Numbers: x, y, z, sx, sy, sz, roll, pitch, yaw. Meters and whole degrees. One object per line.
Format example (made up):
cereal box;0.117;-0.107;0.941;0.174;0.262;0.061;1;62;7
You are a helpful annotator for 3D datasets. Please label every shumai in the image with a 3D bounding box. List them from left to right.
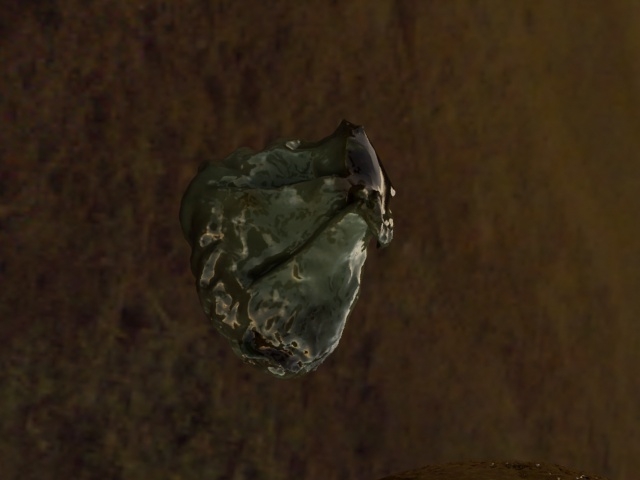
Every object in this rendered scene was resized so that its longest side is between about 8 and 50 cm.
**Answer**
shumai;0.001;0.006;1.032;0.184;0.142;0.184;32;50;-50

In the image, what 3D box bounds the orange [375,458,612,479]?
orange;0.059;0.210;0.510;0.274;0.274;0.274;5;90;-65
